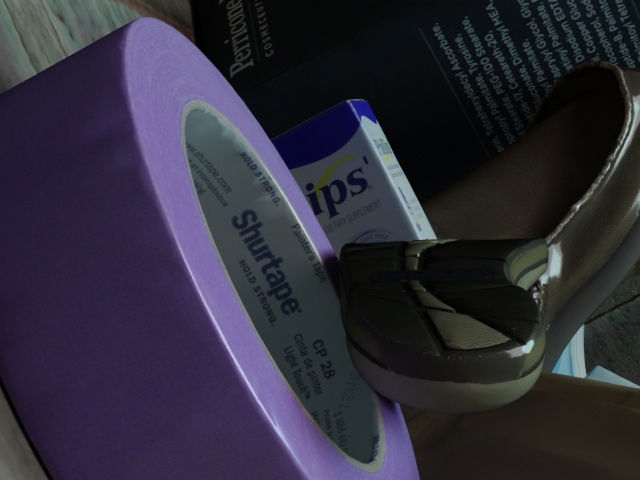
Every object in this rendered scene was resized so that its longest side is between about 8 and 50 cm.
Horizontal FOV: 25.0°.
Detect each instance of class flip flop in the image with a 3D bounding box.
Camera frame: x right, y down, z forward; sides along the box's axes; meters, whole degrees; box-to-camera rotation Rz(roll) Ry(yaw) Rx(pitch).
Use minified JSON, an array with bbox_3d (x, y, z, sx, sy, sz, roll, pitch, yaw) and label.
[{"bbox_3d":[0.064,0.048,0.716,0.277,0.112,0.080,-72,160,-78],"label":"flip flop"}]

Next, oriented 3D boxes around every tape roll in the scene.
[{"bbox_3d":[-0.052,0.038,0.670,0.275,0.090,0.275,58,12,-21],"label":"tape roll"}]

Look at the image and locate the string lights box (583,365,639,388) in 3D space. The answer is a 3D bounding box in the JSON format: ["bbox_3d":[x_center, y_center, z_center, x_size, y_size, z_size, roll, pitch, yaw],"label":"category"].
[{"bbox_3d":[0.278,0.265,1.404,0.076,0.133,0.260,29,-31,52],"label":"string lights box"}]

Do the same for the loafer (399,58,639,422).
[{"bbox_3d":[0.121,0.010,0.984,0.130,0.366,0.134,40,-20,-24],"label":"loafer"}]

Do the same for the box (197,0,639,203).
[{"bbox_3d":[0.156,-0.245,1.278,0.297,0.471,0.480,54,14,-36],"label":"box"}]

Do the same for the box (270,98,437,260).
[{"bbox_3d":[0.000,0.000,0.900,0.137,0.126,0.072,63,13,1],"label":"box"}]

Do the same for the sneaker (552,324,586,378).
[{"bbox_3d":[0.184,0.172,1.427,0.208,0.127,0.319,-13,93,-55],"label":"sneaker"}]

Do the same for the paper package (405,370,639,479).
[{"bbox_3d":[0.177,0.246,0.739,0.325,0.168,0.309,61,-19,-11],"label":"paper package"}]
